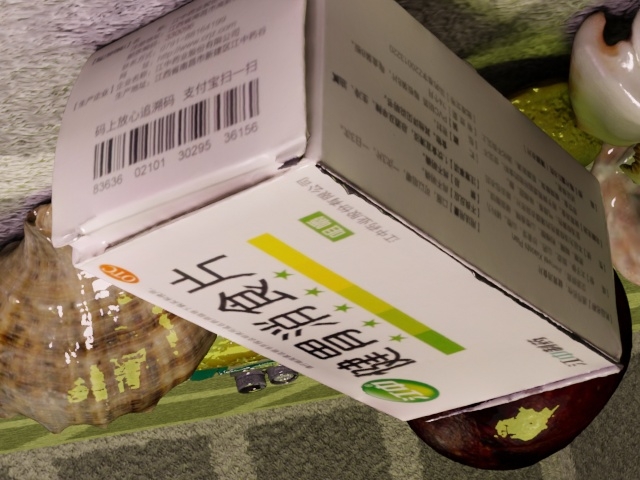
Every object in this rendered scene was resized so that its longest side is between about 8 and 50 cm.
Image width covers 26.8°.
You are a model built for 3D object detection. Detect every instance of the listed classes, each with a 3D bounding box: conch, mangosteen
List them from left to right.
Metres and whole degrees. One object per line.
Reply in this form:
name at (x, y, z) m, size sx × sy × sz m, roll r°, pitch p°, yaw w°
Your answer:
conch at (-0.211, 0.079, 1.118) m, size 0.159 × 0.210 × 0.291 m, roll -55°, pitch 176°, yaw -25°
mangosteen at (0.188, 0.102, 1.486) m, size 0.297 × 0.293 × 0.297 m, roll -56°, pitch 176°, yaw -5°
conch at (0.224, -0.116, 0.925) m, size 0.104 × 0.094 × 0.176 m, roll -18°, pitch 180°, yaw -11°

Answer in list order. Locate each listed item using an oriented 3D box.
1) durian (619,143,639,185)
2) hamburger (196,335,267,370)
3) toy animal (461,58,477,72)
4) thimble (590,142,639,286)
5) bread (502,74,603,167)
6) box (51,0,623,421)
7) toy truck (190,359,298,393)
durian at (0.332, -0.101, 0.967) m, size 0.252 × 0.139 × 0.144 m, roll 5°, pitch -179°, yaw 38°
hamburger at (-0.083, 0.069, 1.359) m, size 0.214 × 0.125 × 0.235 m, roll -20°, pitch -175°, yaw -13°
toy animal at (0.044, -0.040, 0.970) m, size 0.131 × 0.127 × 0.182 m, roll -52°, pitch -167°, yaw -32°
thimble at (0.349, -0.035, 1.119) m, size 0.229 × 0.195 × 0.148 m, roll 25°, pitch -161°, yaw 36°
bread at (0.151, -0.068, 1.044) m, size 0.149 × 0.065 × 0.188 m, roll -28°, pitch 169°, yaw 11°
box at (0.023, -0.015, 0.795) m, size 0.173 × 0.145 × 0.333 m, roll -21°, pitch 145°, yaw 32°
toy truck at (-0.045, 0.108, 1.654) m, size 0.253 × 0.114 × 0.124 m, roll -13°, pitch 158°, yaw 0°
